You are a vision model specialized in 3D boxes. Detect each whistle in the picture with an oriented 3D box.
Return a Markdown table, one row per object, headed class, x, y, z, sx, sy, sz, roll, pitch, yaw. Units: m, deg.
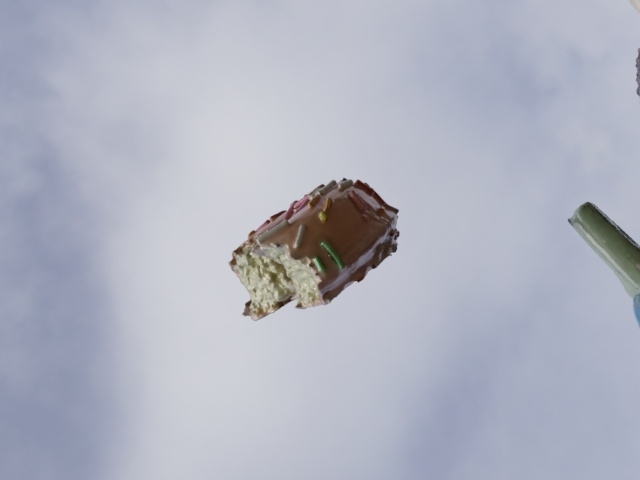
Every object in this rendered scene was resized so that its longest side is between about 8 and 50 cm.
| class | x | y | z | sx | sy | sz | roll | pitch | yaw |
| --- | --- | --- | --- | --- | --- | --- | --- | --- | --- |
| whistle | 0.257 | 0.059 | 0.842 | 0.235 | 0.077 | 0.114 | 48 | -164 | 17 |

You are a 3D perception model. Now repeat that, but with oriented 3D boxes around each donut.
| class | x | y | z | sx | sy | sz | roll | pitch | yaw |
| --- | --- | --- | --- | --- | --- | --- | --- | --- | --- |
| donut | 0.000 | 0.000 | 0.882 | 0.117 | 0.166 | 0.065 | -36 | -83 | -22 |

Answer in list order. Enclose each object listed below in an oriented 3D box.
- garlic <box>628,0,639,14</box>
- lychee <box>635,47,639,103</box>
| class | x | y | z | sx | sy | sz | roll | pitch | yaw |
| --- | --- | --- | --- | --- | --- | --- | --- | --- | --- |
| garlic | 0.408 | -0.277 | 1.103 | 0.281 | 0.185 | 0.203 | -25 | -94 | -31 |
| lychee | 0.416 | -0.160 | 1.272 | 0.188 | 0.188 | 0.188 | 15 | -121 | -27 |
